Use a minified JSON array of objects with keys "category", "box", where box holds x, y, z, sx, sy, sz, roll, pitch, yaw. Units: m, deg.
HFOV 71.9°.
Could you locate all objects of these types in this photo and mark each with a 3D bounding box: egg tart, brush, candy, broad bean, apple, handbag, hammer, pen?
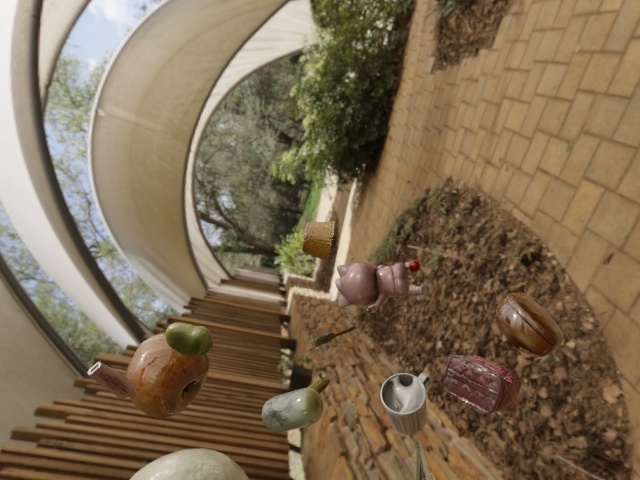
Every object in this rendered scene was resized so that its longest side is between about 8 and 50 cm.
[{"category":"egg tart","box":[0.000,0.000,2.224,0.215,0.171,0.215,-171,90,-90]},{"category":"brush","box":[0.051,0.309,1.450,0.014,0.170,0.043,45,133,37]},{"category":"candy","box":[-0.299,0.585,1.014,0.295,0.296,0.185,108,169,-46]},{"category":"broad bean","box":[-0.479,0.363,1.620,0.082,0.175,0.124,-38,-49,-71]},{"category":"apple","box":[-0.737,0.630,2.117,0.400,0.334,0.400,-50,-24,-31]},{"category":"handbag","box":[0.520,0.464,1.436,0.225,0.136,0.146,20,98,56]},{"category":"hammer","box":[-0.043,0.511,1.445,0.305,0.202,0.113,-15,-97,-62]},{"category":"pen","box":[-0.569,0.402,1.234,0.053,0.032,0.197,-45,-42,-19]}]

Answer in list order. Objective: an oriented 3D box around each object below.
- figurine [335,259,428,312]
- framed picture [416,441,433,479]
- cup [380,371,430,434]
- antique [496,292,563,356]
[{"category":"figurine","box":[0.195,0.146,1.444,0.186,0.288,0.175,62,-163,-75]},{"category":"framed picture","box":[0.223,0.613,0.935,0.335,0.022,0.247,32,-120,-81]},{"category":"cup","box":[0.354,0.630,1.711,0.166,0.221,0.201,-115,6,-50]},{"category":"antique","box":[0.674,0.274,1.430,0.129,0.224,0.278,-54,1,19]}]
